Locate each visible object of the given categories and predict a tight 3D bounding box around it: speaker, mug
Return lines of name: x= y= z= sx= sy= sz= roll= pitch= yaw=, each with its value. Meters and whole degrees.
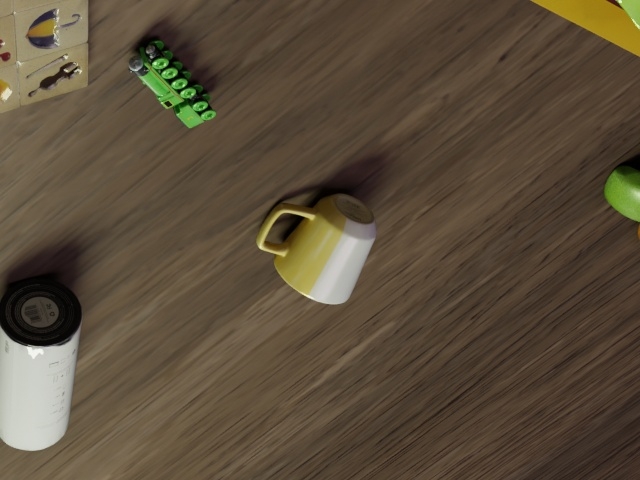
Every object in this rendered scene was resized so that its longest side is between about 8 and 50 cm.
speaker: x=-0.191 y=0.086 z=0.952 sx=0.055 sy=0.055 sz=0.136 roll=-16 pitch=149 yaw=-24
mug: x=0.003 y=0.002 z=1.000 sx=0.078 sy=0.062 sz=0.064 roll=-5 pitch=135 yaw=-49

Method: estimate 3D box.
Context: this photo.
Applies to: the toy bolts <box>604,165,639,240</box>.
toy bolts: x=0.391 y=-0.018 z=1.226 sx=0.228 sy=0.158 sz=0.218 roll=-32 pitch=152 yaw=2

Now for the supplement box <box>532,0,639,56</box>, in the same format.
supplement box: x=0.189 y=-0.216 z=0.750 sx=0.194 sy=0.129 sz=0.191 roll=-45 pitch=148 yaw=24

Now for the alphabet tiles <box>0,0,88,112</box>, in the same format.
alphabet tiles: x=-0.164 y=-0.128 z=0.659 sx=0.198 sy=0.009 sz=0.237 roll=-20 pitch=155 yaw=-20

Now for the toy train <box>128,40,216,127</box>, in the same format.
toy train: x=-0.085 y=-0.088 z=0.814 sx=0.023 sy=0.017 sz=0.083 roll=-24 pitch=153 yaw=11

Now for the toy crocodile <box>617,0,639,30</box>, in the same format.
toy crocodile: x=0.099 y=-0.204 z=0.569 sx=0.115 sy=0.105 sz=0.340 roll=-17 pitch=128 yaw=20
